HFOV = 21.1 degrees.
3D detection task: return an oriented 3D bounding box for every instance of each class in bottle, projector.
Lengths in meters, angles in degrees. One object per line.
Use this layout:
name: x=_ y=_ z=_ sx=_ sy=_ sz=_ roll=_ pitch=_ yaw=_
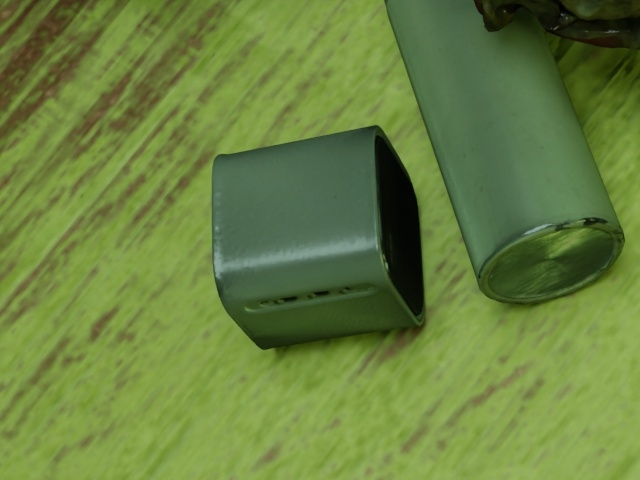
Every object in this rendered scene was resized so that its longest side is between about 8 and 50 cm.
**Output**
bottle: x=0.082 y=-0.072 z=0.832 sx=0.072 sy=0.072 sz=0.201 roll=-21 pitch=60 yaw=9
projector: x=0.000 y=0.000 z=0.819 sx=0.082 sy=0.083 sz=0.083 roll=-10 pitch=62 yaw=15

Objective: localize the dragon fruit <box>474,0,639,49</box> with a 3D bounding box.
dragon fruit: x=0.173 y=-0.255 z=0.775 sx=0.278 sy=0.277 sz=0.342 roll=-1 pitch=67 yaw=19
